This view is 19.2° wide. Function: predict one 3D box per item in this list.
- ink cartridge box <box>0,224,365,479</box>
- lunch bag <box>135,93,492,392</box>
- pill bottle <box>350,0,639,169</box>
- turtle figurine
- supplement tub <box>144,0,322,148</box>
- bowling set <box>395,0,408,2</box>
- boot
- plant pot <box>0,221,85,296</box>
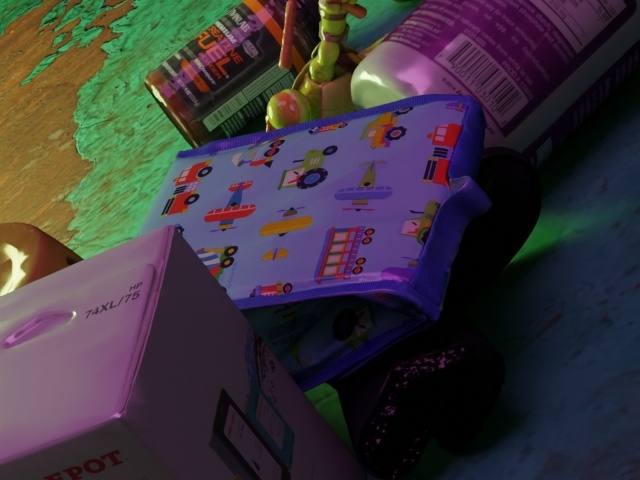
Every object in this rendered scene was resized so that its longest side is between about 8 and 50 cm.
[{"bbox_3d":[-0.125,0.170,1.321,0.198,0.270,0.197,-22,33,23],"label":"ink cartridge box"},{"bbox_3d":[0.000,0.000,1.433,0.293,0.138,0.221,-21,32,34],"label":"lunch bag"},{"bbox_3d":[0.182,-0.178,1.600,0.301,0.169,0.169,-44,31,-15],"label":"pill bottle"},{"bbox_3d":[0.028,-0.125,1.675,0.217,0.269,0.087,-22,35,-33],"label":"turtle figurine"},{"bbox_3d":[-0.075,-0.183,1.934,0.198,0.106,0.106,-38,30,-4],"label":"supplement tub"},{"bbox_3d":[0.124,-0.319,1.842,0.154,0.200,0.287,-48,28,-18],"label":"bowling set"},{"bbox_3d":[0.102,0.055,1.424,0.246,0.094,0.207,-42,26,2],"label":"boot"},{"bbox_3d":[-0.255,0.124,1.589,0.291,0.203,0.291,-25,32,17],"label":"plant pot"}]
